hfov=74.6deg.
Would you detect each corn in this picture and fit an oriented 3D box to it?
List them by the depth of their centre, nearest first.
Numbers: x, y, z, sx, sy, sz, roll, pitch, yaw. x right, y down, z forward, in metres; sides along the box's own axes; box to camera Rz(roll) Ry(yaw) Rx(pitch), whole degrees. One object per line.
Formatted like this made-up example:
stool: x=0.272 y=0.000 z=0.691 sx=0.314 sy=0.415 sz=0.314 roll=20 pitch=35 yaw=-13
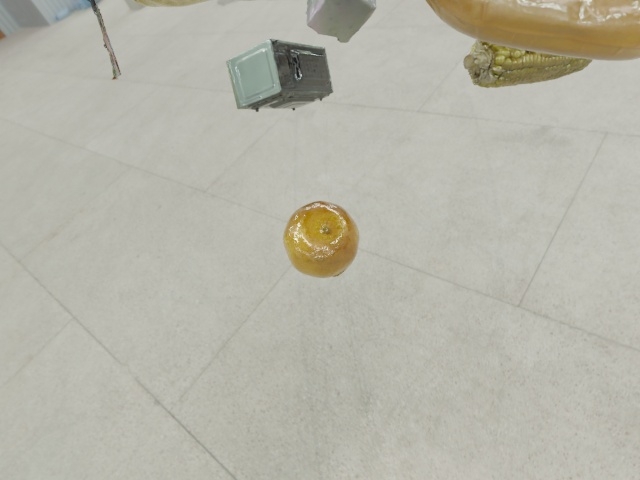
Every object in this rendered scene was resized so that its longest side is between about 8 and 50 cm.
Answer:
corn: x=0.424 y=-0.374 z=0.850 sx=0.321 sy=0.119 sz=0.119 roll=-11 pitch=40 yaw=-22

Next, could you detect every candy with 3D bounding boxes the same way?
candy: x=0.070 y=-0.741 z=1.312 sx=0.195 sy=0.184 sz=0.137 roll=-30 pitch=57 yaw=53

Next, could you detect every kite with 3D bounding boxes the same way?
kite: x=-0.463 y=-0.432 z=0.901 sx=0.016 sy=0.234 sz=0.322 roll=-17 pitch=74 yaw=-17

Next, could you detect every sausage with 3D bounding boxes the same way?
sausage: x=0.257 y=-0.299 z=0.526 sx=0.327 sy=0.112 sz=0.112 roll=13 pitch=53 yaw=8

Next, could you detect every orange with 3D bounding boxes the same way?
orange: x=0.000 y=0.000 z=0.833 sx=0.154 sy=0.134 sz=0.155 roll=5 pitch=73 yaw=-15

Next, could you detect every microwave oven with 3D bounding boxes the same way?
microwave oven: x=-0.153 y=-0.653 z=1.714 sx=0.286 sy=0.219 sz=0.354 roll=-4 pitch=13 yaw=37

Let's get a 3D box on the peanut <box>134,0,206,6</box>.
peanut: x=-0.157 y=-0.408 z=0.602 sx=0.304 sy=0.147 sz=0.147 roll=-7 pitch=43 yaw=-12
